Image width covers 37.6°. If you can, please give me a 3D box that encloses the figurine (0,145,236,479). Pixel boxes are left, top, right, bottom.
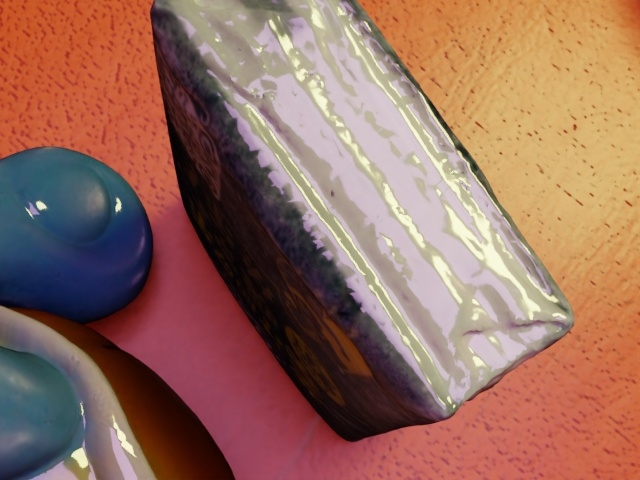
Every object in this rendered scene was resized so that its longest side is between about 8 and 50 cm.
[{"bbox_3d":[-0.137,0.144,0.429,0.298,0.243,0.416,-31,73,31],"label":"figurine"}]

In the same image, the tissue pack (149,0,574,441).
[{"bbox_3d":[0.000,0.000,0.444,0.081,0.257,0.185,-32,81,-11],"label":"tissue pack"}]
